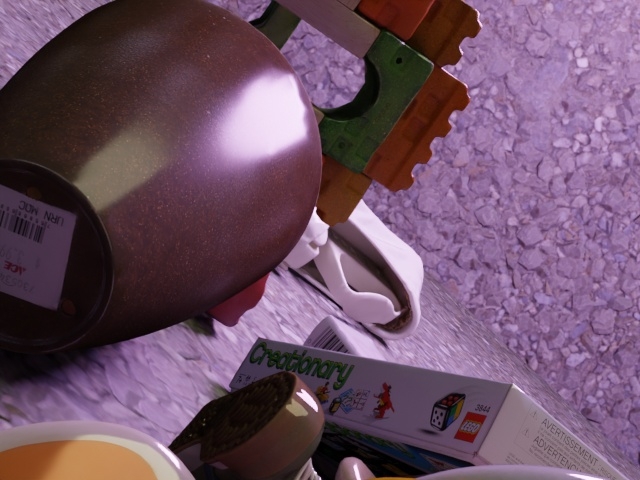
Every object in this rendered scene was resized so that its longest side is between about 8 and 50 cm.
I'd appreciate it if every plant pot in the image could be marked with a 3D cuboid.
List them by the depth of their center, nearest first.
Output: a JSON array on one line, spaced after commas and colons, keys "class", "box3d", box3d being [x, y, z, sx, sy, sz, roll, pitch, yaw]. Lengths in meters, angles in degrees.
[{"class": "plant pot", "box3d": [-0.130, -0.027, 0.730, 0.215, 0.215, 0.230, 43, 22, -2]}]

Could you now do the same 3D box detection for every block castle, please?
[{"class": "block castle", "box3d": [-0.010, -0.169, 1.072, 0.213, 0.453, 0.303, 32, 11, -20]}]

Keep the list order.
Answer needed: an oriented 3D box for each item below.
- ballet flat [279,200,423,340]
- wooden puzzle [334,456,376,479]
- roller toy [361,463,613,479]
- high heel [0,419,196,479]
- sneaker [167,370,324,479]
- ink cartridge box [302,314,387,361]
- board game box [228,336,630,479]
[{"class": "ballet flat", "box3d": [0.000, 0.000, 1.442, 0.400, 0.139, 0.139, 38, 10, -39]}, {"class": "wooden puzzle", "box3d": [0.186, 0.248, 0.704, 0.347, 0.080, 0.322, 16, -18, 21]}, {"class": "roller toy", "box3d": [0.076, 0.188, 0.477, 0.209, 0.191, 0.146, 14, 37, -3]}, {"class": "high heel", "box3d": [-0.073, 0.153, 0.577, 0.244, 0.117, 0.082, 16, 53, -27]}, {"class": "sneaker", "box3d": [-0.023, 0.124, 0.652, 0.086, 0.064, 0.192, 46, -23, -6]}, {"class": "ink cartridge box", "box3d": [0.098, 0.181, 1.187, 0.232, 0.066, 0.189, 27, 17, -49]}, {"class": "board game box", "box3d": [0.084, 0.150, 0.836, 0.193, 0.053, 0.305, 40, -18, -26]}]
